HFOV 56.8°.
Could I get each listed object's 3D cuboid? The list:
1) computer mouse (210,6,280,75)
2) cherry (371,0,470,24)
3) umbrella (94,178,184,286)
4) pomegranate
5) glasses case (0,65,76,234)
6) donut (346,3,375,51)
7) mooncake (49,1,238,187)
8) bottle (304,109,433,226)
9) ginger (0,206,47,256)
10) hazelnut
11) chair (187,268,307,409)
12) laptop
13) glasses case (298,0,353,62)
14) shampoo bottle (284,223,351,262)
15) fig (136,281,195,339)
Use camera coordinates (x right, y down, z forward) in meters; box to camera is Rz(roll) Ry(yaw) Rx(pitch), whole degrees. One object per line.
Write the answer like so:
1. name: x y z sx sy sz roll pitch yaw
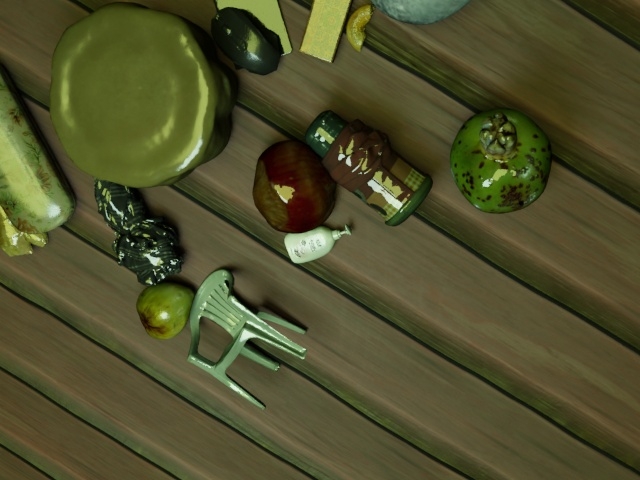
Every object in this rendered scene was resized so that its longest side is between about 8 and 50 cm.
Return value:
1. computer mouse: -0.158 -0.408 1.217 0.172 0.057 0.099 41 118 -4
2. cherry: 0.192 -0.528 1.039 0.255 0.218 0.296 18 123 2
3. umbrella: -0.434 -0.057 1.367 0.154 0.128 0.336 -17 100 19
4. pomegranate: 0.337 -0.159 1.114 0.202 0.248 0.202 -4 78 19
5. glasses case: -0.729 -0.216 1.385 0.157 0.098 0.425 -25 101 2
6. donut: 0.083 -0.429 1.185 0.083 0.038 0.067 -37 94 21
7. mooncake: -0.359 -0.299 1.242 0.379 0.201 0.378 2 103 10
8. bottle: 0.091 -0.159 1.218 0.271 0.143 0.156 39 150 -5
9. ginger: -0.791 -0.097 1.457 0.118 0.065 0.298 -27 103 0
10. hazelnut: -0.061 -0.104 1.268 0.170 0.160 0.201 16 148 20
11. chair: -0.186 0.216 1.381 0.275 0.190 0.203 34 110 -8
12. laptop: -0.147 -0.470 1.234 0.135 0.016 0.197 -12 106 15
13. glasses case: 0.024 -0.472 1.177 0.075 0.049 0.218 20 110 2
14. shampoo bottle: 0.000 0.000 1.333 0.152 0.045 0.077 -16 103 15
15. fig: -0.375 0.168 1.421 0.153 0.121 0.135 -23 94 32
